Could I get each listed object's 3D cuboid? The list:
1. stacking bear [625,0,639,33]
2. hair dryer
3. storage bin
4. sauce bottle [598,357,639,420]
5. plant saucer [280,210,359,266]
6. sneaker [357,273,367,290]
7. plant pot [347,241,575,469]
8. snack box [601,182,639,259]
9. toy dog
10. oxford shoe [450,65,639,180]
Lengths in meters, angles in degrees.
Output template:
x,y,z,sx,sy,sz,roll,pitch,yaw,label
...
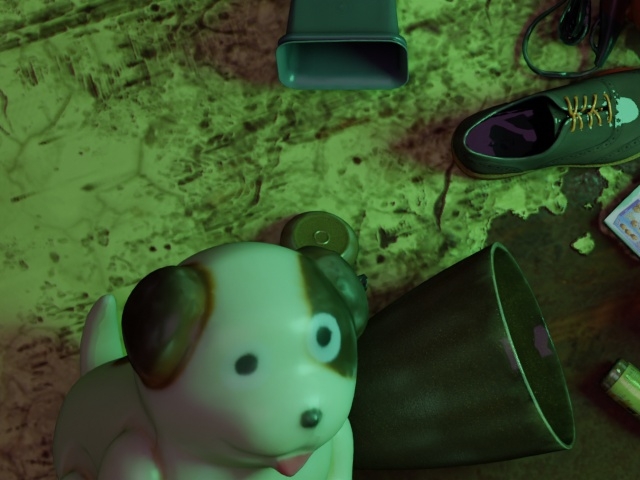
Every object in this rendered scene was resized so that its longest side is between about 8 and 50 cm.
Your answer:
x,y,z,sx,sy,sz,roll,pitch,yaw,label
0.453,-0.236,1.767,0.289,0.175,0.164,2,73,1,stacking bear
0.320,-0.316,1.845,0.294,0.080,0.223,-22,103,7,hair dryer
0.025,-0.213,1.843,0.135,0.098,0.091,1,60,4,storage bin
0.345,0.174,1.821,0.128,0.042,0.042,40,90,6,sauce bottle
0.000,0.000,1.844,0.083,0.015,0.083,5,56,-7,plant saucer
-0.040,0.064,1.850,0.170,0.051,0.089,10,88,0,sneaker
0.108,0.141,1.773,0.230,0.215,0.215,-21,86,16,plant pot
0.378,-0.060,1.840,0.178,0.022,0.064,-45,86,1,snack box
-0.092,0.167,1.666,0.285,0.408,0.395,2,55,-24,toy dog
0.268,-0.119,1.811,0.271,0.098,0.096,-17,86,3,oxford shoe
